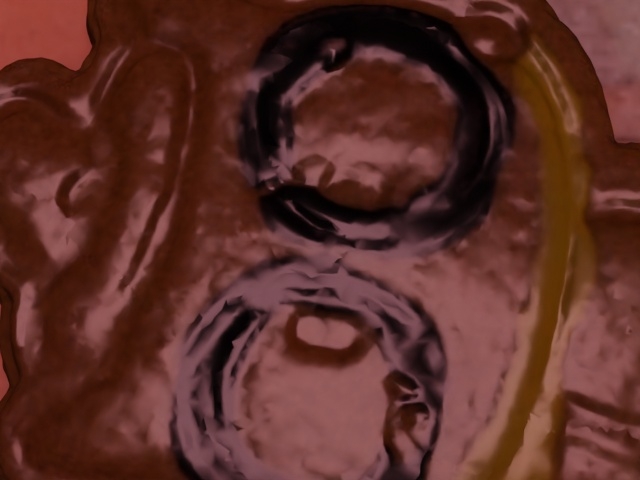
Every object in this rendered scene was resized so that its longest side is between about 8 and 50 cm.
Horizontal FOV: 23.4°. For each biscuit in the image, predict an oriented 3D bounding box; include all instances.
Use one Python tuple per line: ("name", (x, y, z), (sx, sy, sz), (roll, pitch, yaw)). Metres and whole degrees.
("biscuit", (0.000, 0.000, 0.483), (0.290, 0.041, 0.208), (12, 79, 3))
